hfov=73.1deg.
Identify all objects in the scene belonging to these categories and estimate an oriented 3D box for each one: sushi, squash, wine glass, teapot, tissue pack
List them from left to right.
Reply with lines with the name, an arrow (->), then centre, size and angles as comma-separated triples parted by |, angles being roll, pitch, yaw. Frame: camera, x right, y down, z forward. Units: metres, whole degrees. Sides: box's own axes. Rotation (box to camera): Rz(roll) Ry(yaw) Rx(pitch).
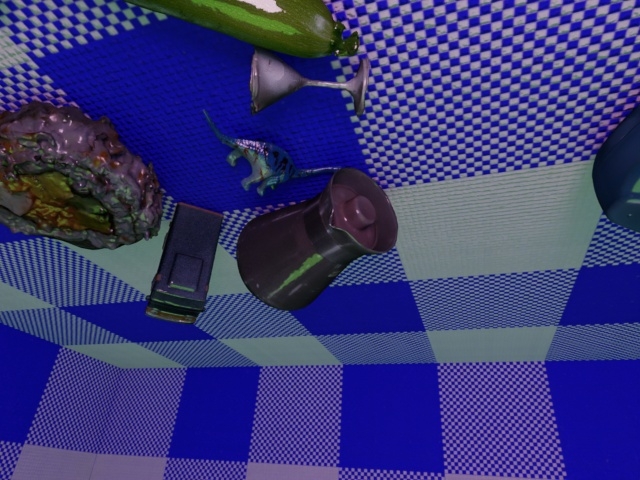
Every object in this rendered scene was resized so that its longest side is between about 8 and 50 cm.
sushi -> -0.530, -0.117, 0.919 | 0.418, 0.175, 0.417 | 3, 151, 1
squash -> -0.122, -0.328, 0.583 | 0.379, 0.101, 0.101 | 16, 148, -11
wine glass -> -0.019, -0.253, 0.691 | 0.183, 0.122, 0.122 | 3, 150, -7
teapot -> 0.000, 0.000, 1.008 | 0.344, 0.253, 0.300 | -30, 173, 40
tissue pack -> 0.599, -0.155, 0.695 | 0.198, 0.206, 0.287 | 15, 148, -1

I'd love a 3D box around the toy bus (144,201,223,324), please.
toy bus -> -0.340, 0.056, 1.092 | 0.139, 0.275, 0.167 | 17, 146, -20

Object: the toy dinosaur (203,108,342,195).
toy dinosaur -> -0.115, -0.155, 0.901 | 0.329, 0.076, 0.144 | 18, 137, -30
